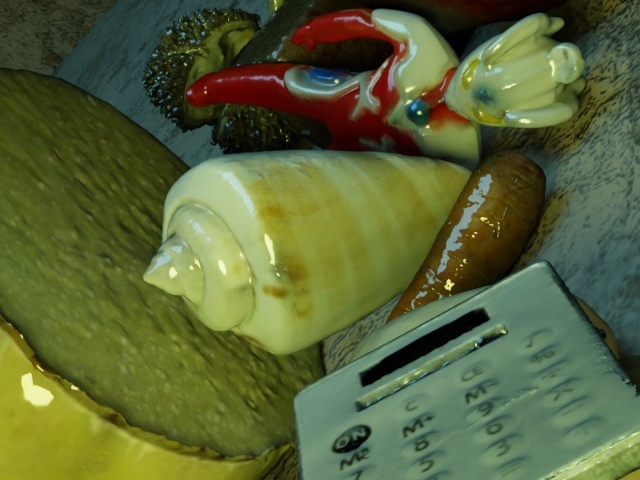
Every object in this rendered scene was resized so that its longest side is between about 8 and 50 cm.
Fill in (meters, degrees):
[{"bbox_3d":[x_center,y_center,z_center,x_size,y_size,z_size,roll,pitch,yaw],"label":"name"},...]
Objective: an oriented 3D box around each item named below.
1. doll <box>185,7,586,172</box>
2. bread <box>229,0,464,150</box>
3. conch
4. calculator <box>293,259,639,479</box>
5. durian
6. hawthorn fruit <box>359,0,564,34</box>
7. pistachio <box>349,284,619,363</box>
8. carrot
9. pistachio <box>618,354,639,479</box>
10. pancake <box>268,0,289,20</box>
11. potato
[{"bbox_3d":[0.055,-0.101,1.243,0.384,0.188,0.099,-14,14,43],"label":"doll"},{"bbox_3d":[0.081,-0.271,1.479,0.113,0.165,0.416,-10,44,54],"label":"bread"},{"bbox_3d":[0.001,0.003,1.086,0.255,0.158,0.127,-15,18,-9],"label":"conch"},{"bbox_3d":[0.060,0.080,0.705,0.161,0.021,0.262,-29,13,4],"label":"calculator"},{"bbox_3d":[-0.100,-0.160,1.658,0.167,0.196,0.196,-43,15,-22],"label":"durian"},{"bbox_3d":[0.129,-0.332,1.284,0.308,0.308,0.325,-45,19,18],"label":"hawthorn fruit"},{"bbox_3d":[0.097,0.086,0.902,0.145,0.117,0.200,-18,-3,-25],"label":"pistachio"},{"bbox_3d":[0.100,0.021,1.084,0.186,0.060,0.060,-60,20,-5],"label":"carrot"},{"bbox_3d":[0.093,0.157,0.711,0.213,0.163,0.260,19,61,46],"label":"pistachio"},{"bbox_3d":[0.008,-0.246,1.560,0.031,0.250,0.250,17,63,25],"label":"pancake"},{"bbox_3d":[-0.238,0.103,1.165,0.319,0.385,0.442,-46,-1,15],"label":"potato"}]
